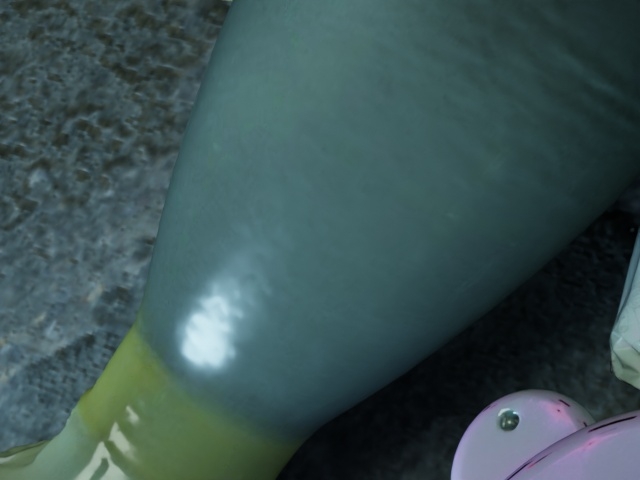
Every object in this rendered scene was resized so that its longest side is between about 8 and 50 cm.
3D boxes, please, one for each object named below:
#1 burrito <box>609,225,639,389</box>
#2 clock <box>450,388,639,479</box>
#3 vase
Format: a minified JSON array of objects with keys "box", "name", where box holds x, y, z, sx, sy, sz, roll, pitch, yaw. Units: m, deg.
[{"box":[0.157,-0.026,0.700,0.064,0.064,0.203,5,65,29],"name":"burrito"},{"box":[0.116,0.172,0.593,0.227,0.090,0.248,1,62,27],"name":"clock"},{"box":[0.000,0.000,0.682,0.173,0.173,0.321,43,104,37],"name":"vase"}]
